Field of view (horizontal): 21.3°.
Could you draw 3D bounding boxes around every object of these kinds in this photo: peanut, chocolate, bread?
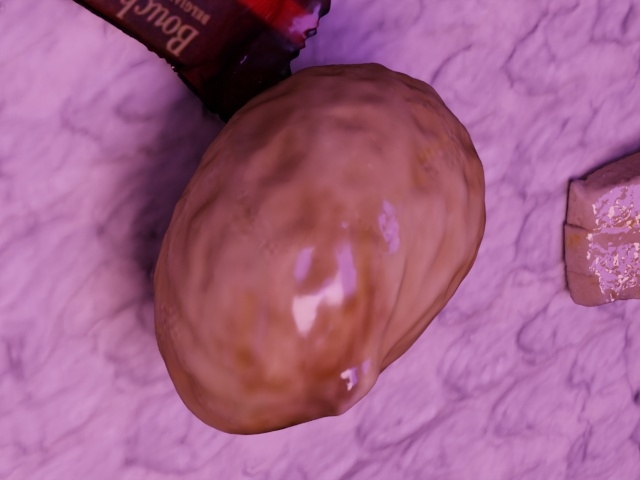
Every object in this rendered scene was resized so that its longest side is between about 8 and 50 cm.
[{"bbox_3d":[0.000,0.000,0.670,0.159,0.109,0.140,-45,172,-49],"label":"peanut"},{"bbox_3d":[-0.059,-0.108,0.620,0.086,0.028,0.182,-58,141,-3],"label":"chocolate"},{"bbox_3d":[0.214,-0.011,0.888,0.152,0.105,0.077,-26,119,-36],"label":"bread"}]
